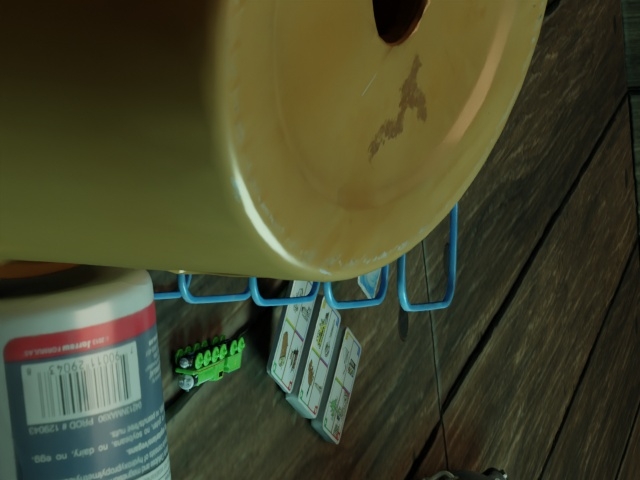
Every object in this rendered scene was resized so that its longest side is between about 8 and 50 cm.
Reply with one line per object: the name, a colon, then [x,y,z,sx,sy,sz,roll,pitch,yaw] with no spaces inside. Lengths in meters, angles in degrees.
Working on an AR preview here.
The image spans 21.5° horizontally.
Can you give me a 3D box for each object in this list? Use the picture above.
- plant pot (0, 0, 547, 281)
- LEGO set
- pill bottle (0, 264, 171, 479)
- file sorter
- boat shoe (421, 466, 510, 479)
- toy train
plant pot: [-0.050,-0.110,0.599,0.291,0.203,0.291,-32,131,-46]
LEGO set: [0.000,0.000,1.171,0.182,0.060,0.244,55,46,-64]
pill bottle: [-0.114,0.103,0.688,0.108,0.108,0.180,-30,118,-69]
file sorter: [-0.017,-0.017,0.896,0.118,0.170,0.104,0,91,-72]
boat shoe: [0.114,0.251,1.437,0.099,0.116,0.319,48,16,19]
toy train: [-0.065,0.071,0.984,0.083,0.017,0.023,-15,114,-71]
